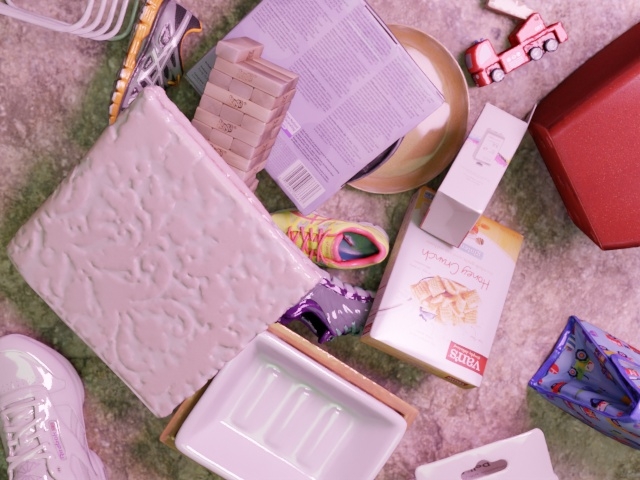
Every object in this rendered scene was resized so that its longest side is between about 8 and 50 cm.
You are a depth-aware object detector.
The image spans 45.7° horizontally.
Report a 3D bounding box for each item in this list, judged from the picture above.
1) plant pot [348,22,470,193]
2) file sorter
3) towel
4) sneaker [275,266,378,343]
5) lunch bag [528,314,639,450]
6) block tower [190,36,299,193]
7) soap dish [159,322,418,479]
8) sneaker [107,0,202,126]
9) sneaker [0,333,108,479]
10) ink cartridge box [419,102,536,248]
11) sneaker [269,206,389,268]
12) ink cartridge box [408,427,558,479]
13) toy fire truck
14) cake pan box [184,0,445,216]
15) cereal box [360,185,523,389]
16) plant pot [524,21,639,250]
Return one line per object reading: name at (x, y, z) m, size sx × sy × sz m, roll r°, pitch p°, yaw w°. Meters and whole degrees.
plant pot at (0.093, -0.185, 1.077) m, size 0.236 × 0.032 × 0.237 m, roll -1°, pitch 99°, yaw -5°
file sorter at (-0.316, -0.343, 0.895) m, size 0.192 × 0.278 × 0.173 m, roll 17°, pitch 101°, yaw -8°
towel at (-0.206, 0.027, 0.965) m, size 0.332 × 0.053 × 0.317 m, roll -41°, pitch 94°, yaw 25°
sneaker at (0.039, 0.115, 1.069) m, size 0.223 × 0.083 × 0.098 m, roll 21°, pitch 59°, yaw -12°
lunch bag at (0.458, 0.242, 1.041) m, size 0.220 × 0.293 × 0.138 m, roll 29°, pitch 95°, yaw -9°
block tower at (-0.131, -0.086, 0.984) m, size 0.097 × 0.091 × 0.336 m, roll 25°, pitch 113°, yaw 6°
soap dish at (-0.044, 0.255, 1.084) m, size 0.290 × 0.118 × 0.229 m, roll 33°, pitch 94°, yaw -9°
sneaker at (-0.228, -0.223, 1.019) m, size 0.083 × 0.084 × 0.215 m, roll 20°, pitch 101°, yaw -23°
sneaker at (-0.376, 0.273, 1.039) m, size 0.114 × 0.152 × 0.305 m, roll -21°, pitch 98°, yaw 0°
ink cartridge box at (0.215, -0.102, 1.035) m, size 0.067 × 0.115 × 0.198 m, roll 29°, pitch 66°, yaw 7°
sneaker at (0.000, 0.000, 1.063) m, size 0.208 × 0.094 × 0.082 m, roll 1°, pitch 100°, yaw -4°
ink cartridge box at (0.262, 0.446, 1.140) m, size 0.207 × 0.119 × 0.354 m, roll -16°, pitch 100°, yaw -2°
toy fire truck at (0.277, -0.316, 1.068) m, size 0.192 × 0.047 × 0.135 m, roll -29°, pitch 99°, yaw 0°
cake pan box at (-0.004, -0.200, 1.004) m, size 0.245 × 0.070 × 0.267 m, roll -40°, pitch 94°, yaw 20°
cereal box at (0.174, 0.065, 1.063) m, size 0.172 × 0.047 × 0.240 m, roll 25°, pitch 68°, yaw -9°
plant pot at (0.429, -0.133, 1.017) m, size 0.235 × 0.267 × 0.267 m, roll -26°, pitch 100°, yaw 12°
